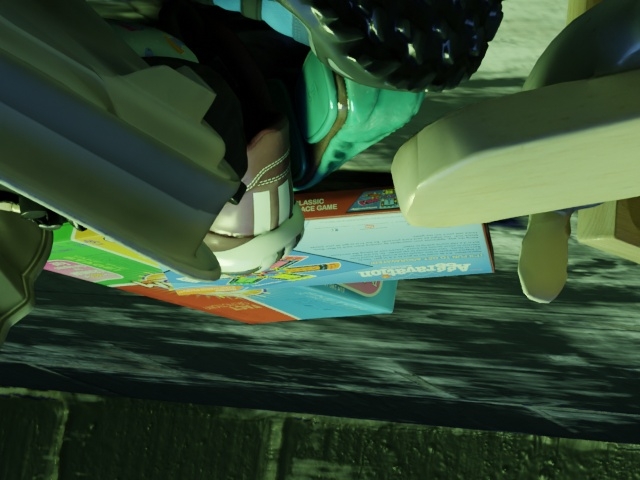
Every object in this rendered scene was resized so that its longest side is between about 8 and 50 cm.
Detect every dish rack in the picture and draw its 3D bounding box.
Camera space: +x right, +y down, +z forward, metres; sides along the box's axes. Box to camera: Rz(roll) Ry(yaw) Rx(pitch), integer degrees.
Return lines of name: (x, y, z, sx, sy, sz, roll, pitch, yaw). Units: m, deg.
dish rack: (-0.178, -0.122, 0.782, 0.285, 0.072, 0.333, 31, -170, -36)

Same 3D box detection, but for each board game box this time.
board game box: (-0.120, 0.011, 1.712, 0.316, 0.064, 0.242, 17, 165, -35)
board game box: (0.000, 0.000, 1.506, 0.281, 0.027, 0.145, -4, 155, 9)

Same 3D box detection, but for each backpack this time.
backpack: (-0.147, -0.074, 1.048, 0.182, 0.115, 0.152, 15, -168, 41)

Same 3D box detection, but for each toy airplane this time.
toy airplane: (0.272, -0.068, 0.743, 0.386, 0.272, 0.384, 28, 121, -35)

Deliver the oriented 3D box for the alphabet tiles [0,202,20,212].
alphabet tiles: (-0.170, -0.060, 1.268, 0.237, 0.009, 0.198, 12, -153, -10)

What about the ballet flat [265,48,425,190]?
ballet flat: (0.014, -0.084, 1.166, 0.087, 0.083, 0.247, -10, 175, -16)

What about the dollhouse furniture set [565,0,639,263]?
dollhouse furniture set: (0.214, -0.067, 0.927, 0.123, 0.151, 0.144, -4, 165, 44)

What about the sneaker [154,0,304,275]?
sneaker: (-0.125, -0.105, 1.165, 0.281, 0.106, 0.162, 26, 138, 19)

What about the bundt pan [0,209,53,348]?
bundt pan: (-0.371, 0.002, 1.312, 0.331, 0.331, 0.124, 2, 140, 26)

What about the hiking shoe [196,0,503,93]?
hiking shoe: (-0.030, -0.158, 0.854, 0.304, 0.113, 0.132, 17, -169, -44)
